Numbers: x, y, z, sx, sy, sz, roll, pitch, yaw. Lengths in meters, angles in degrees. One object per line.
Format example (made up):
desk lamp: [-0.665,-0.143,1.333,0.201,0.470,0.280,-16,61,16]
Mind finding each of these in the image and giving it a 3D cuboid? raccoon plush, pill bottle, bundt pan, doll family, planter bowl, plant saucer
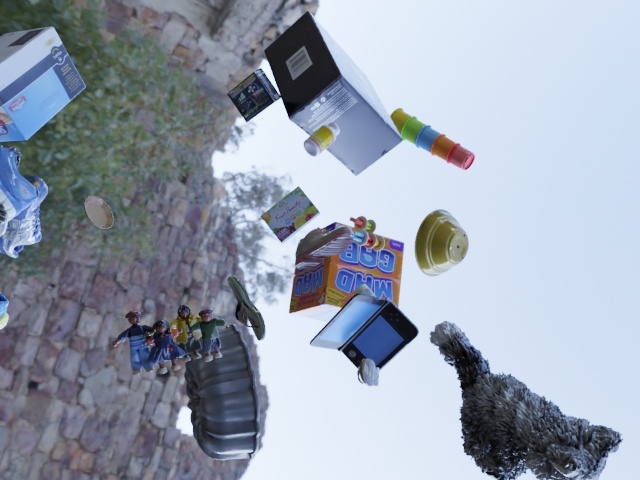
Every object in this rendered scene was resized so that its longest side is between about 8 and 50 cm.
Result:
raccoon plush: [0.415,0.360,1.214,0.216,0.446,0.299,-37,169,-25]
pill bottle: [0.005,-0.220,1.194,0.083,0.043,0.043,-45,-165,-25]
bundt pan: [-0.254,0.374,1.351,0.331,0.124,0.330,176,-90,-67]
doll family: [-0.269,0.170,0.995,0.076,0.193,0.111,5,-75,60]
planter bowl: [0.398,0.014,1.726,0.090,0.217,0.217,12,-97,49]
plant saucer: [-0.512,-0.062,1.270,0.015,0.083,0.083,-26,-137,18]

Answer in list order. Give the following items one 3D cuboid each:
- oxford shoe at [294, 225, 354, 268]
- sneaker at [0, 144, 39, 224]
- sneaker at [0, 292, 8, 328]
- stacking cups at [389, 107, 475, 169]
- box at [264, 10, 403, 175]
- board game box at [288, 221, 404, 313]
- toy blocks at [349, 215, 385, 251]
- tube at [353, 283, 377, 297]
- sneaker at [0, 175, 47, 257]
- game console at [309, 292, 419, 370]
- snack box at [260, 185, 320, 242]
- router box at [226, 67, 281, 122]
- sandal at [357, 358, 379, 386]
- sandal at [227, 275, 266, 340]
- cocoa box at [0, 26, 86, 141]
oxford shoe: [0.000,0.000,2.073,0.348,0.123,0.130,-30,-121,48]
sneaker: [-0.819,-0.182,1.337,0.130,0.330,0.147,-48,176,37]
sneaker: [-1.027,0.165,1.626,0.126,0.240,0.091,-61,-167,15]
stacking cups: [0.368,-0.337,1.830,0.316,0.096,0.096,34,-74,29]
box: [0.034,-0.414,1.572,0.179,0.312,0.343,-35,-131,19]
board game box: [0.112,0.167,2.452,0.356,0.357,0.356,-26,-128,60]
toy blocks: [0.131,-0.031,1.764,0.054,0.148,0.123,-39,-122,25]
tube: [0.223,0.278,2.155,0.240,0.062,0.070,51,-62,20]
sneaker: [-0.795,-0.061,1.489,0.296,0.131,0.112,-32,-144,29]
game console: [0.156,0.348,1.976,0.293,0.250,0.173,-49,167,24]
snack box: [-0.086,-0.073,1.583,0.141,0.100,0.037,-39,172,-1]
router box: [-0.174,-0.377,1.441,0.122,0.092,0.038,-24,-163,40]
sandal: [0.130,0.379,1.569,0.049,0.180,0.072,2,-110,18]
sandal: [-0.325,0.293,2.323,0.302,0.086,0.120,58,-30,7]
cocoa box: [-0.998,-0.508,1.811,0.231,0.228,0.347,2,-136,21]
